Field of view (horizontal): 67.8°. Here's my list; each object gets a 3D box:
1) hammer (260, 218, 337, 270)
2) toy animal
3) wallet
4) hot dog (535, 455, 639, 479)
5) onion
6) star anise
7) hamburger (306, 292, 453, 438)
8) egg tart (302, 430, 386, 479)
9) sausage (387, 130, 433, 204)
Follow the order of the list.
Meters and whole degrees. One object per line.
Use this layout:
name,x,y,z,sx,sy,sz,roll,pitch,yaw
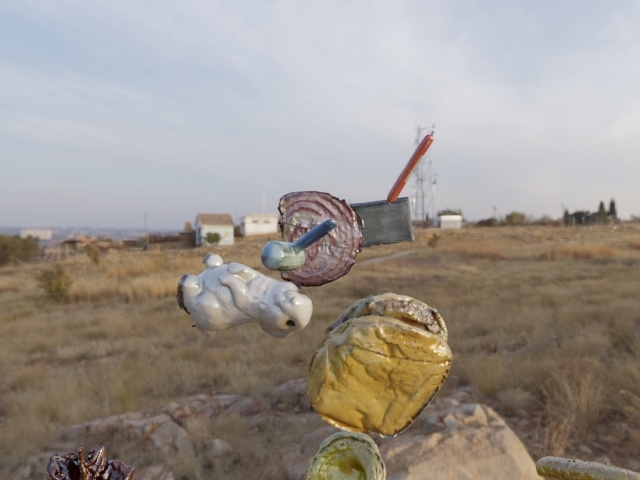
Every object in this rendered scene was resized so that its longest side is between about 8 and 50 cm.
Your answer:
hammer,-0.040,0.006,1.083,0.193,0.070,0.116,-33,-22,26
toy animal,-0.189,0.171,1.278,0.357,0.258,0.194,14,42,16
wallet,0.210,-0.064,1.671,0.221,0.168,0.036,-8,21,12
hot dog,0.643,0.560,1.136,0.087,0.061,0.285,8,-17,-30
onion,0.000,0.000,1.561,0.279,0.315,0.146,4,2,4
star anise,-0.555,0.588,1.136,0.190,0.126,0.220,-27,-53,21
hamburger,0.115,0.232,0.909,0.259,0.283,0.145,31,25,-14
egg tart,0.077,0.704,1.393,0.288,0.288,0.118,0,-37,40
sausage,0.266,-0.214,1.421,0.034,0.253,0.034,24,25,-13
